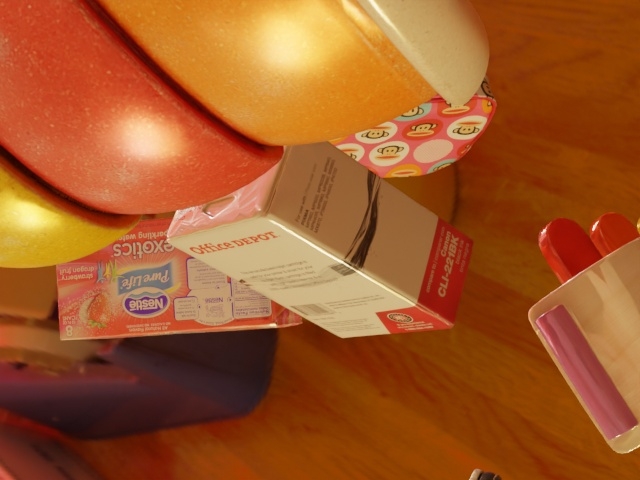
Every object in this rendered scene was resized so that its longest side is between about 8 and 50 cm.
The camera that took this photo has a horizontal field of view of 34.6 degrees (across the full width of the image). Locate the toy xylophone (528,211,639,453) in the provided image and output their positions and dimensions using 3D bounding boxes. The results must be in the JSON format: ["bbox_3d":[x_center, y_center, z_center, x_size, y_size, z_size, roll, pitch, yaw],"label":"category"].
[{"bbox_3d":[0.307,0.061,0.741,0.081,0.322,0.236,-48,60,49],"label":"toy xylophone"}]

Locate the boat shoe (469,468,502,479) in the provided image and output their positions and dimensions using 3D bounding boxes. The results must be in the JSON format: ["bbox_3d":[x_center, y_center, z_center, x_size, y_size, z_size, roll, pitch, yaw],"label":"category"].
[{"bbox_3d":[0.199,0.377,1.151,0.079,0.095,0.255,-11,46,24],"label":"boat shoe"}]

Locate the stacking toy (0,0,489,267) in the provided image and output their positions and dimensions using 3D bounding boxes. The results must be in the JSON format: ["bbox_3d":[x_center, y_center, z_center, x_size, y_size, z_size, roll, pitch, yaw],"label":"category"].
[{"bbox_3d":[-0.173,-0.107,0.629,0.480,0.350,0.351,-37,47,13],"label":"stacking toy"}]

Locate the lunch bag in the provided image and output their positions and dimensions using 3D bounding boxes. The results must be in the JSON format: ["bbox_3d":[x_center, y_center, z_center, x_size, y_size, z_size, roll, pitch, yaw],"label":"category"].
[{"bbox_3d":[0.103,-0.194,1.517,0.258,0.293,0.120,118,146,-64],"label":"lunch bag"}]

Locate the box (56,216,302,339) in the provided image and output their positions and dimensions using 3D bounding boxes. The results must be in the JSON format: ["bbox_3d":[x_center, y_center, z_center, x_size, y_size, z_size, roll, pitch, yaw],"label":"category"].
[{"bbox_3d":[-0.186,0.051,1.373,0.299,0.142,0.154,-6,84,13],"label":"box"}]

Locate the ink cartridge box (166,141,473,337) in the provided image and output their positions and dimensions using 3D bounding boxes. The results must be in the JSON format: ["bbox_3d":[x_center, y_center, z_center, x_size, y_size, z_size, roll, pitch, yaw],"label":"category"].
[{"bbox_3d":[0.000,0.000,1.130,0.197,0.272,0.114,-12,55,50],"label":"ink cartridge box"}]
